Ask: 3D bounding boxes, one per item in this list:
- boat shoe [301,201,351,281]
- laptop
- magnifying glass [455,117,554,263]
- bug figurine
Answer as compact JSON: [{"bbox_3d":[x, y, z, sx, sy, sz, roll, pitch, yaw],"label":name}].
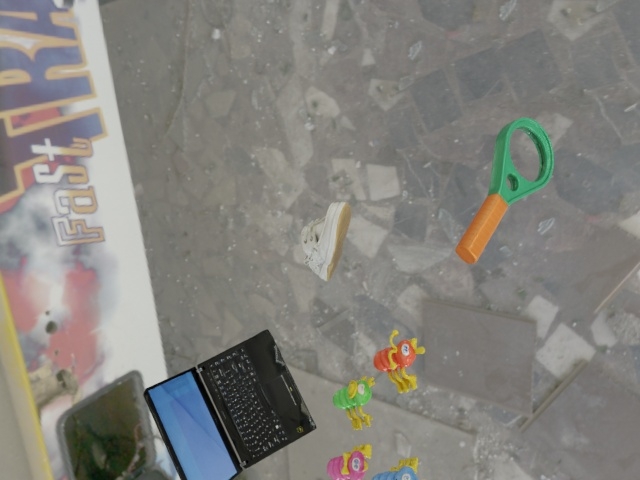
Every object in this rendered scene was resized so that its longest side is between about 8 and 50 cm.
[{"bbox_3d":[0.000,0.000,1.135,0.096,0.098,0.277,25,149,7],"label":"boat shoe"},{"bbox_3d":[-0.166,0.332,1.012,0.234,0.264,0.136,63,166,8],"label":"laptop"},{"bbox_3d":[0.227,-0.064,0.639,0.092,0.231,0.026,46,151,-16],"label":"magnifying glass"},{"bbox_3d":[0.084,0.286,0.809,0.072,0.279,0.216,25,138,-24],"label":"bug figurine"}]
